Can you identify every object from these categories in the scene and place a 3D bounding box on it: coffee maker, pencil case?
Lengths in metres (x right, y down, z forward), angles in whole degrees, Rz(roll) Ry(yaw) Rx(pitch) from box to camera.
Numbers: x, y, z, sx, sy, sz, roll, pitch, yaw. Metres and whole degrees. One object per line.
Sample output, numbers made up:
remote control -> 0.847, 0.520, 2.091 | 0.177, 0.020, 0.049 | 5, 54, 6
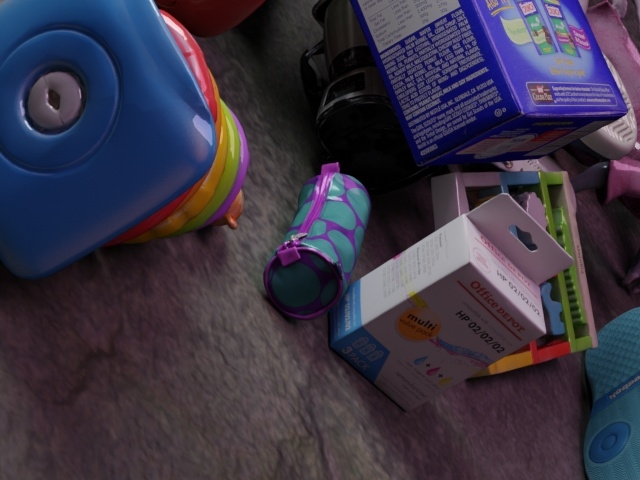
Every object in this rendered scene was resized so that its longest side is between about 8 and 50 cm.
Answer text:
coffee maker -> 0.070, -0.137, 1.443 | 0.171, 0.120, 0.178 | 24, 46, -25
pencil case -> 0.000, 0.000, 1.242 | 0.151, 0.065, 0.070 | -69, 147, -61

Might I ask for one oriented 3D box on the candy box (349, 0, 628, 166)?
candy box -> 0.130, -0.234, 1.396 | 0.268, 0.122, 0.317 | -7, 74, -59

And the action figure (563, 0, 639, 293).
action figure -> 0.392, -0.104, 1.855 | 0.370, 0.276, 0.248 | 55, 15, 30

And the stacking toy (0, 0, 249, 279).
stacking toy -> -0.112, -0.057, 1.048 | 0.175, 0.166, 0.302 | 61, 11, 19

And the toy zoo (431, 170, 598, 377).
toy zoo -> 0.184, 0.028, 1.490 | 0.293, 0.030, 0.192 | -6, 85, -56

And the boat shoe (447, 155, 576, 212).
boat shoe -> 0.189, -0.064, 1.642 | 0.277, 0.098, 0.096 | 43, 55, -45

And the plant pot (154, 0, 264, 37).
plant pot -> -0.113, -0.287, 1.245 | 0.174, 0.191, 0.191 | 31, 35, -28

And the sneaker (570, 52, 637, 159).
sneaker -> 0.182, -0.183, 1.654 | 0.350, 0.148, 0.131 | 35, 45, -17

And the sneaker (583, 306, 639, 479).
sneaker -> 0.378, 0.222, 1.590 | 0.208, 0.127, 0.319 | 47, 27, -16

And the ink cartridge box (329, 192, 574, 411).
ink cartridge box -> 0.108, 0.052, 1.236 | 0.104, 0.181, 0.061 | 41, 29, -29

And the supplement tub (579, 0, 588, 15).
supplement tub -> 0.195, -0.341, 1.801 | 0.228, 0.228, 0.316 | 46, 27, -22
